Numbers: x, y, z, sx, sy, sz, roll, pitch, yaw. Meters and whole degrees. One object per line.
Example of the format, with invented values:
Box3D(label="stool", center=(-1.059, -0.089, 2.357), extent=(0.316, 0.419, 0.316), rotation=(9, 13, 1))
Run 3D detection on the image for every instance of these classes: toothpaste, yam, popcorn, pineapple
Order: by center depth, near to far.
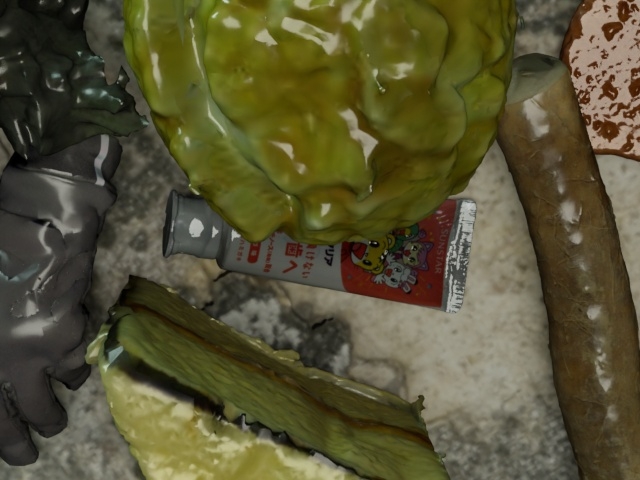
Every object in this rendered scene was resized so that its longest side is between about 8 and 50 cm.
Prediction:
Box3D(label="pineapple", center=(-0.272, -0.165, 1.034), extent=(0.357, 0.223, 0.223), rotation=(32, 97, -8))
Box3D(label="popcorn", center=(0.006, -0.128, 1.049), extent=(0.282, 0.247, 0.282), rotation=(2, 109, 6))
Box3D(label="yam", center=(0.192, 0.036, 1.156), extent=(0.081, 0.081, 0.357), rotation=(-18, 106, 0))
Box3D(label="toothpaste", center=(0.000, 0.000, 1.169), extent=(0.234, 0.057, 0.089), rotation=(6, 97, -13))

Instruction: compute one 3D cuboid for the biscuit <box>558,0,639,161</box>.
Box3D(label="biscuit", center=(0.275, -0.146, 1.160), extent=(0.192, 0.036, 0.186), rotation=(9, 103, -4))

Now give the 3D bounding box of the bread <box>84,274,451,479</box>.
Box3D(label="bread", center=(-0.043, 0.115, 1.080), extent=(0.198, 0.263, 0.236), rotation=(-34, 100, 0))

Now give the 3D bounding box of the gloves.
Box3D(label="gloves", center=(-0.223, 0.043, 1.142), extent=(0.142, 0.119, 0.285), rotation=(17, 105, 25))
